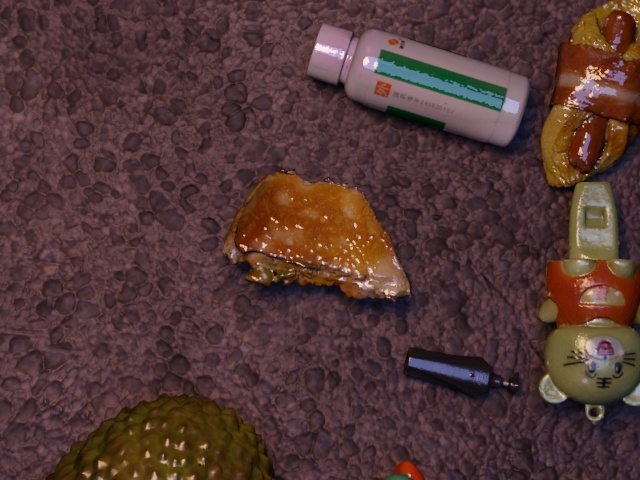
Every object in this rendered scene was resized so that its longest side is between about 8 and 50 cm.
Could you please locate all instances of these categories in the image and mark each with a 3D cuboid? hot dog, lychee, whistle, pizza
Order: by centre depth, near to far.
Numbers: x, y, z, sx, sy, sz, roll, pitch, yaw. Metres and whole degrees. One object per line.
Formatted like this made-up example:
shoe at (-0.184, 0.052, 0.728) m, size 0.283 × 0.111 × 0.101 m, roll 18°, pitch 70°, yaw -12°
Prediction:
lychee at (-0.175, 0.325, 1.309) m, size 0.270 × 0.270 × 0.319 m, roll 16°, pitch 99°, yaw -1°
whistle at (0.324, 0.072, 1.435) m, size 0.131 × 0.106 × 0.288 m, roll 1°, pitch 84°, yaw 3°
pizza at (0.000, 0.000, 1.451) m, size 0.226 × 0.069 × 0.147 m, roll 11°, pitch 62°, yaw -5°
hot dog at (0.343, -0.188, 1.468) m, size 0.123 × 0.093 × 0.261 m, roll 13°, pitch 84°, yaw -1°

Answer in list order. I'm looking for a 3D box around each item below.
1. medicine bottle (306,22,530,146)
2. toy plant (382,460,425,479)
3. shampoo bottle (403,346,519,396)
medicine bottle at (0.116, -0.191, 1.457) m, size 0.260 × 0.095 × 0.095 m, roll 18°, pitch 84°, yaw -2°
toy plant at (0.063, 0.417, 1.302) m, size 0.400 × 0.185 × 0.279 m, roll -27°, pitch 92°, yaw -33°
shampoo bottle at (0.169, 0.159, 1.458) m, size 0.137 × 0.027 × 0.048 m, roll 14°, pitch 86°, yaw -2°
